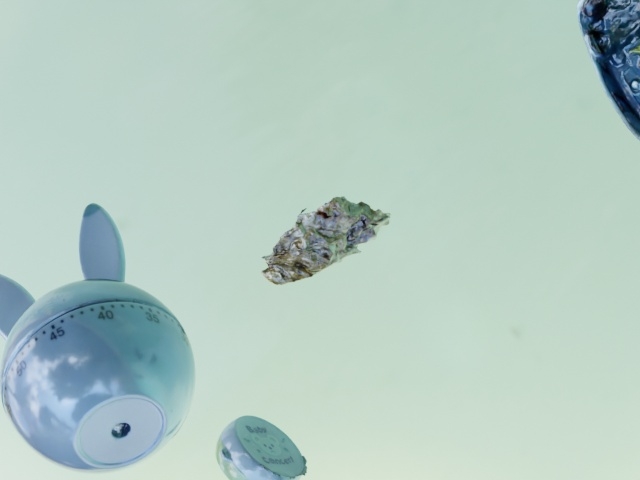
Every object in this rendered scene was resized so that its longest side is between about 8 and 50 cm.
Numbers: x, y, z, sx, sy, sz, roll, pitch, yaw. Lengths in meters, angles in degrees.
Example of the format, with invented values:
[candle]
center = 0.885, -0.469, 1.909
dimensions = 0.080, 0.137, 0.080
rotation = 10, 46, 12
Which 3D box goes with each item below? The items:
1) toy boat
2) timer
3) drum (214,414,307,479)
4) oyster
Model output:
[toy boat]
center = 0.215, -0.109, 1.300
dimensions = 0.060, 0.061, 0.137
rotation = -27, 82, 10
[timer]
center = -0.188, 0.095, 1.639
dimensions = 0.255, 0.175, 0.175
rotation = -120, 8, -70
[drum]
center = -0.053, 0.317, 2.445
dimensions = 0.049, 0.130, 0.253
rotation = -52, 42, 23
[oyster]
center = -0.002, 0.007, 2.100
dimensions = 0.148, 0.103, 0.051
rotation = -33, 62, 39
